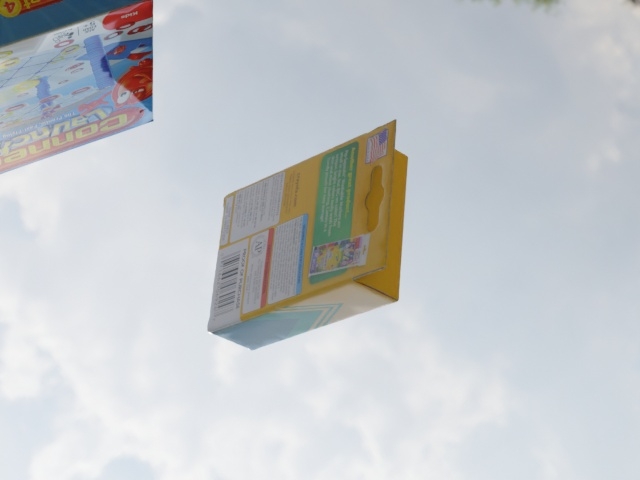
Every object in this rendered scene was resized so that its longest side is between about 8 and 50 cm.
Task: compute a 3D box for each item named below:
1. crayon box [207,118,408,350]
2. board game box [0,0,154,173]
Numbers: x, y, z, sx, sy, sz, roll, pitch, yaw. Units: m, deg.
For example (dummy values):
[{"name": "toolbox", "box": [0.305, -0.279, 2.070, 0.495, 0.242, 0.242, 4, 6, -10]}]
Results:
[{"name": "crayon box", "box": [0.000, 0.000, 1.808, 0.083, 0.323, 0.203, 26, -123, -35]}, {"name": "board game box", "box": [-0.330, -0.172, 1.516, 0.302, 0.308, 0.086, 107, 141, -70]}]
